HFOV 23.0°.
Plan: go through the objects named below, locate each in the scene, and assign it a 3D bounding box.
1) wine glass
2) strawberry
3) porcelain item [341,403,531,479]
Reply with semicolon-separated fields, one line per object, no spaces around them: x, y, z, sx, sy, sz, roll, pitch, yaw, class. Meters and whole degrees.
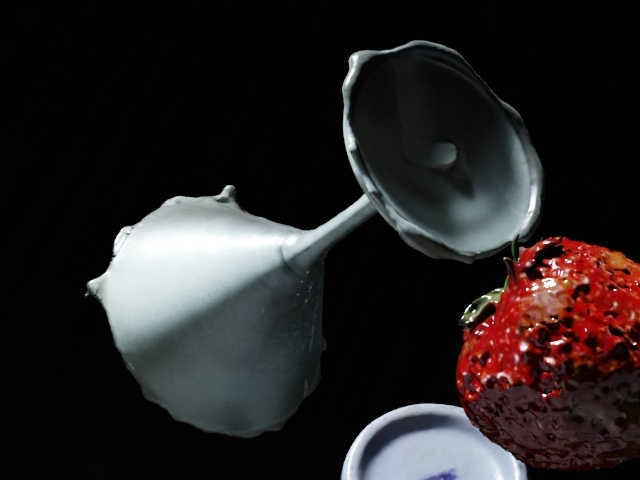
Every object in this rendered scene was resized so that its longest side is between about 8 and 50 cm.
0.000;0.000;0.831;0.156;0.156;0.232;32;-38;-18;wine glass
0.109;0.054;0.656;0.106;0.106;0.106;26;-13;6;strawberry
0.088;0.216;1.230;0.147;0.147;0.114;22;-42;22;porcelain item
